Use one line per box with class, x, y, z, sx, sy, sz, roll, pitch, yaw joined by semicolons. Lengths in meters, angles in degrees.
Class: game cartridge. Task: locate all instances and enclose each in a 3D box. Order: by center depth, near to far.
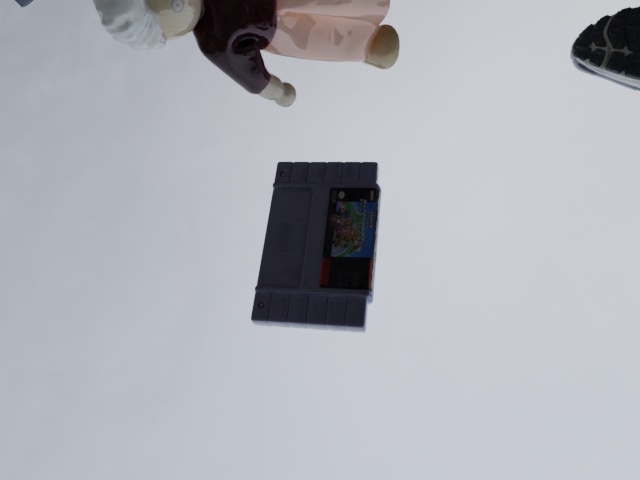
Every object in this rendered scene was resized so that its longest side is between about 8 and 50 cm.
game cartridge;0.000;0.000;1.028;0.229;0.068;0.356;0;-115;16

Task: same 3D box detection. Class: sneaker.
sneaker;0.430;-0.177;0.589;0.282;0.122;0.110;18;-110;20

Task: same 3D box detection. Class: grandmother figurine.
grandmother figurine;-0.064;-0.250;0.540;0.342;0.208;0.104;-17;-177;-37

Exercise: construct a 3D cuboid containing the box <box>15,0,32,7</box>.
box;-0.307;-0.354;0.485;0.059;0.183;0.233;-27;-139;16
